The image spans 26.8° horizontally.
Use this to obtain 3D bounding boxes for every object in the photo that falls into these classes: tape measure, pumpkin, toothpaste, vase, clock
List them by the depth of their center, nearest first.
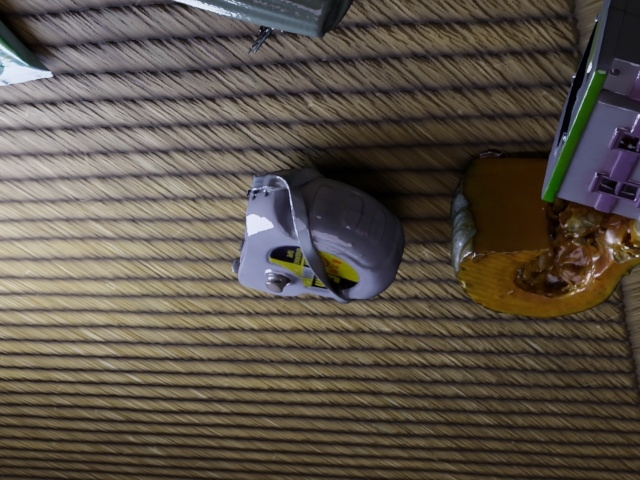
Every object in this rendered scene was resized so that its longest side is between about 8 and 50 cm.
[{"bbox_3d":[-0.088,-0.251,1.144,0.248,0.128,0.128,28,152,12],"label":"vase"},{"bbox_3d":[0.387,-0.106,1.249,0.310,0.166,0.235,17,150,5],"label":"clock"},{"bbox_3d":[-0.381,-0.250,1.381,0.075,0.048,0.297,-5,150,21],"label":"toothpaste"},{"bbox_3d":[0.257,-0.029,1.444,0.190,0.139,0.280,21,147,-17],"label":"pumpkin"},{"bbox_3d":[0.000,0.000,1.591,0.197,0.120,0.236,17,154,1],"label":"tape measure"}]

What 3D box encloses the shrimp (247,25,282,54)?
[{"bbox_3d":[-0.012,-0.242,1.216,0.079,0.090,0.233,6,141,-32],"label":"shrimp"}]
